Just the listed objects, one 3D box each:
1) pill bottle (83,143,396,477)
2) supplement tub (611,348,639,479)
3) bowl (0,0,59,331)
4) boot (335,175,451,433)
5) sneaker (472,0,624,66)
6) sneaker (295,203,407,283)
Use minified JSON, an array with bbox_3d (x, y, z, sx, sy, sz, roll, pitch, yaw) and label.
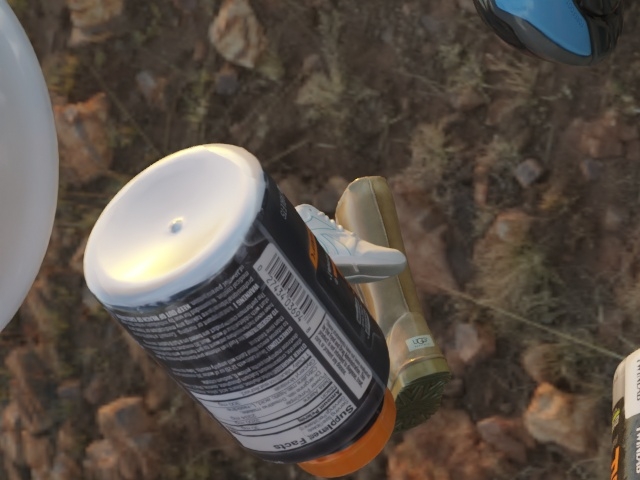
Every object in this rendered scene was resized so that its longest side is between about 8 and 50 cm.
[{"bbox_3d":[-0.037,0.062,0.749,0.130,0.245,0.130,-19,43,18],"label":"pill bottle"},{"bbox_3d":[0.454,0.296,1.383,0.193,0.193,0.316,-31,36,42],"label":"supplement tub"},{"bbox_3d":[-0.307,-0.044,0.620,0.298,0.134,0.297,2,99,15],"label":"bowl"},{"bbox_3d":[0.079,0.091,1.437,0.236,0.089,0.269,116,142,-54],"label":"boot"},{"bbox_3d":[0.139,-0.198,0.771,0.140,0.341,0.125,2,113,21],"label":"sneaker"},{"bbox_3d":[0.000,0.000,0.955,0.053,0.152,0.061,116,161,-67],"label":"sneaker"}]
